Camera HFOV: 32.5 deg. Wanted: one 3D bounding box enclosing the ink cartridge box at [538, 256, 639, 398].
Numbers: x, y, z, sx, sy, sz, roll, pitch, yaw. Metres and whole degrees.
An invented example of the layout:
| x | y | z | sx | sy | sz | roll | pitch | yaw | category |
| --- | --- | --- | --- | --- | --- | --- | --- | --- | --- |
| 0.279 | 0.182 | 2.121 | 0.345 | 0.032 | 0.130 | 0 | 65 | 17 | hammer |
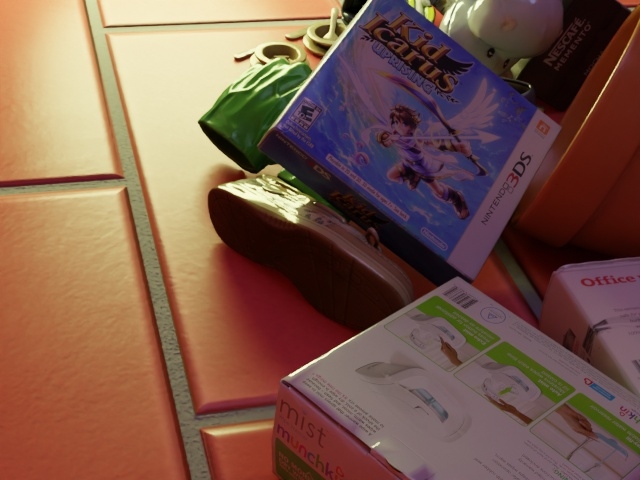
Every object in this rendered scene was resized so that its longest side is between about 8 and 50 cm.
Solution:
| x | y | z | sx | sy | sz | roll | pitch | yaw | category |
| --- | --- | --- | --- | --- | --- | --- | --- | --- | --- |
| 0.331 | 0.117 | 1.072 | 0.158 | 0.092 | 0.218 | -5 | 40 | -14 | ink cartridge box |

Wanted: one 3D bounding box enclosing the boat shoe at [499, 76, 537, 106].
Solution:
| x | y | z | sx | sy | sz | roll | pitch | yaw | category |
| --- | --- | --- | --- | --- | --- | --- | --- | --- | --- |
| 0.131 | -0.185 | 1.367 | 0.285 | 0.092 | 0.103 | 15 | 38 | 14 | boat shoe |

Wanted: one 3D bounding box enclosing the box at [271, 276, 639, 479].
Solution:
| x | y | z | sx | sy | sz | roll | pitch | yaw | category |
| --- | --- | --- | --- | --- | --- | --- | --- | --- | --- |
| 0.130 | 0.179 | 0.930 | 0.231 | 0.127 | 0.262 | -28 | 49 | -36 | box |

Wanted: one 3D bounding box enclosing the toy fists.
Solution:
| x | y | z | sx | sy | sz | roll | pitch | yaw | category |
| --- | --- | --- | --- | --- | --- | --- | --- | --- | --- |
| -0.012 | -0.120 | 1.312 | 0.142 | 0.096 | 0.279 | -46 | 55 | -11 | toy fists |

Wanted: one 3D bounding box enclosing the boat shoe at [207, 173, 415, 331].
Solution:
| x | y | z | sx | sy | sz | roll | pitch | yaw | category |
| --- | --- | --- | --- | --- | --- | --- | --- | --- | --- |
| 0.000 | 0.000 | 1.169 | 0.285 | 0.105 | 0.089 | 33 | 47 | 32 | boat shoe |

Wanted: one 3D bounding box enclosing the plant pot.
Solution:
| x | y | z | sx | sy | sz | roll | pitch | yaw | category |
| --- | --- | --- | --- | --- | --- | --- | --- | --- | --- |
| 0.373 | -0.094 | 1.227 | 0.203 | 0.291 | 0.291 | 29 | 40 | 3 | plant pot |

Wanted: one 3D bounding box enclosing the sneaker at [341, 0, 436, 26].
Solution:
| x | y | z | sx | sy | sz | roll | pitch | yaw | category |
| --- | --- | --- | --- | --- | --- | --- | --- | --- | --- |
| 0.093 | -0.359 | 1.633 | 0.121 | 0.111 | 0.300 | 15 | 30 | -13 | sneaker |

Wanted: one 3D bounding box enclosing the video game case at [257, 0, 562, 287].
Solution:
| x | y | z | sx | sy | sz | roll | pitch | yaw | category |
| --- | --- | --- | --- | --- | --- | --- | --- | --- | --- |
| 0.106 | -0.115 | 1.215 | 0.269 | 0.061 | 0.244 | 37 | 60 | -6 | video game case |

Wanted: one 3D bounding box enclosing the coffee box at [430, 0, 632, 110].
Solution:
| x | y | z | sx | sy | sz | roll | pitch | yaw | category |
| --- | --- | --- | --- | --- | --- | --- | --- | --- | --- |
| 0.291 | -0.342 | 1.589 | 0.118 | 0.168 | 0.297 | 21 | 23 | -38 | coffee box |

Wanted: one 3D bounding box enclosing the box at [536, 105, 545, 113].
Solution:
| x | y | z | sx | sy | sz | roll | pitch | yaw | category |
| --- | --- | --- | --- | --- | --- | --- | --- | --- | --- |
| 0.187 | -0.118 | 1.401 | 0.159 | 0.044 | 0.233 | 15 | 38 | 13 | box |

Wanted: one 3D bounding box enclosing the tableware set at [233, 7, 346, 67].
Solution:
| x | y | z | sx | sy | sz | roll | pitch | yaw | category |
| --- | --- | --- | --- | --- | --- | --- | --- | --- | --- |
| -0.019 | -0.285 | 1.600 | 0.128 | 0.039 | 0.194 | 33 | 44 | 31 | tableware set |

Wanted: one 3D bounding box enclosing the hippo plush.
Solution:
| x | y | z | sx | sy | sz | roll | pitch | yaw | category |
| --- | --- | --- | --- | --- | --- | --- | --- | --- | --- |
| 0.194 | -0.333 | 1.414 | 0.234 | 0.294 | 0.237 | 21 | 64 | -38 | hippo plush |
